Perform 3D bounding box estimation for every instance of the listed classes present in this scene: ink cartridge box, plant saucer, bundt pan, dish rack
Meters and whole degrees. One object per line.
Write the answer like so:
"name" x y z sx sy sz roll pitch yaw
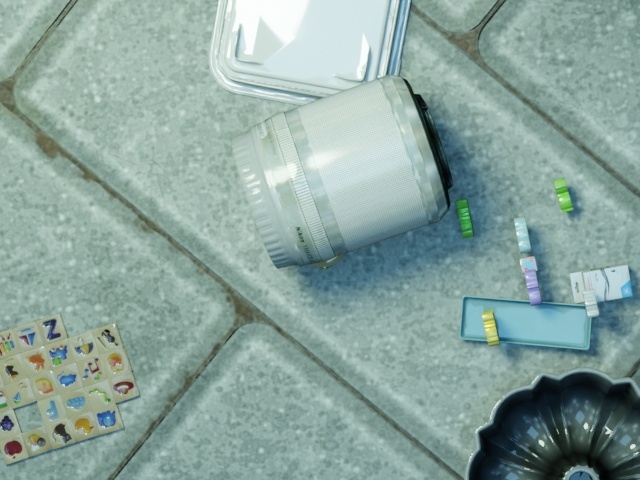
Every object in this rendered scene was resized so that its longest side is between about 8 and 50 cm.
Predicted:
"ink cartridge box" 0.413 0.065 1.948 0.083 0.028 0.048 -11 93 6
"plant saucer" 0.304 0.121 1.961 0.192 0.018 0.067 4 94 7
"bundt pan" 0.373 0.352 1.900 0.330 0.124 0.331 -2 78 8
"dish rack" -0.010 -0.365 1.931 0.285 0.072 0.333 10 94 4

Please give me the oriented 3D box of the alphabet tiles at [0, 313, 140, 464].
"alphabet tiles" -0.406 0.217 2.034 0.237 0.009 0.198 -18 92 5

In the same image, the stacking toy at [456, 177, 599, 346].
"stacking toy" 0.301 0.029 1.925 0.166 0.052 0.221 -13 84 9

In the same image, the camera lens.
"camera lens" 0.035 -0.097 1.865 0.274 0.219 0.219 -19 92 2

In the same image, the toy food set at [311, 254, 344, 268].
"toy food set" 0.000 0.000 1.980 0.083 0.020 0.082 41 96 0
